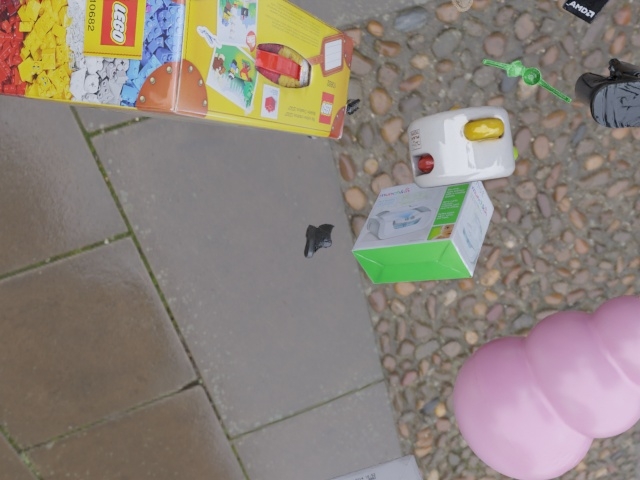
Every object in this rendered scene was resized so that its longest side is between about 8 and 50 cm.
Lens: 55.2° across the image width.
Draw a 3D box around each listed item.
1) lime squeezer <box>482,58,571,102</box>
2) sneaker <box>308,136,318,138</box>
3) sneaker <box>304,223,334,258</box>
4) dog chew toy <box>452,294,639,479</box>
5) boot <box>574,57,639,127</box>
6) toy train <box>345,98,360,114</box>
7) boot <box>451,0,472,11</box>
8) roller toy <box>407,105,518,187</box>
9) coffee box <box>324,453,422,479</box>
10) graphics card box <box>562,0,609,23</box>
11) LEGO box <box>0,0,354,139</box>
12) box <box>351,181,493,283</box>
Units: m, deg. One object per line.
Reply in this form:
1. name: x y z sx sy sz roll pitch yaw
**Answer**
1. lime squeezer: 0.635 -0.515 1.923 0.311 0.109 0.059 21 141 -12
2. sneaker: -0.058 -0.319 1.469 0.118 0.222 0.083 -1 137 -2
3. sneaker: -0.001 0.002 1.926 0.089 0.170 0.051 19 128 -14
4. dog chew toy: 0.350 0.195 0.855 0.207 0.206 0.332 31 124 -30
5. boot: 0.533 -0.232 0.947 0.247 0.207 0.094 0 113 17
6. toy train: 0.068 -0.315 1.427 0.036 0.158 0.027 14 109 5
7. boot: 0.372 -0.734 1.725 0.073 0.152 0.197 -16 99 4
8. roller toy: 0.265 -0.182 1.168 0.191 0.209 0.146 -7 93 26
9. coffee box: 0.096 0.466 0.953 0.168 0.118 0.297 -17 137 0
10. graphics card box: 0.733 -0.723 1.432 0.094 0.232 0.371 31 149 1
11. LEGO box: -0.215 -0.287 0.970 0.373 0.500 0.193 11 100 23
12. box: 0.245 -0.025 1.442 0.262 0.231 0.126 -7 132 39
